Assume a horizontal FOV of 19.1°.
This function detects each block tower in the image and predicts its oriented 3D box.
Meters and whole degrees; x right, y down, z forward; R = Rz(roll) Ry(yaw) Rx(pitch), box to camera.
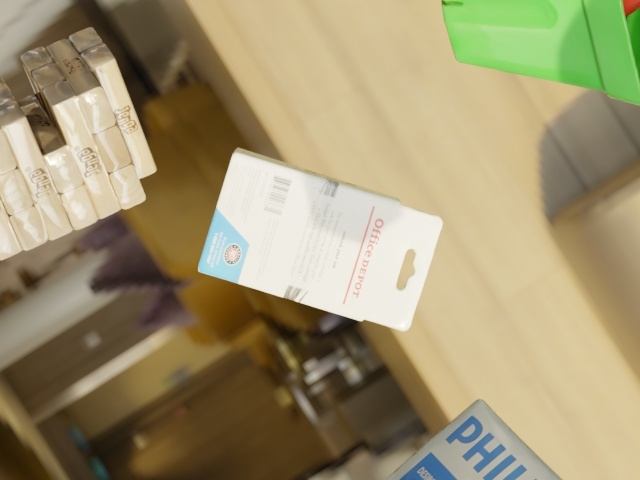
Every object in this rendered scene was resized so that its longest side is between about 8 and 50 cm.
[{"bbox_3d":[-0.272,-0.020,1.188,0.091,0.335,0.097,50,162,56],"label":"block tower"}]

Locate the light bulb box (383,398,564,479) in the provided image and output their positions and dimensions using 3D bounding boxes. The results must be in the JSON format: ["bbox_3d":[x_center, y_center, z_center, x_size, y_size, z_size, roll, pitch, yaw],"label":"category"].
[{"bbox_3d":[0.111,0.373,1.353,0.225,0.361,0.358,53,175,-38],"label":"light bulb box"}]

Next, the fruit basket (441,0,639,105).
[{"bbox_3d":[0.262,-0.323,1.493,0.283,0.392,0.392,-72,-34,-42],"label":"fruit basket"}]

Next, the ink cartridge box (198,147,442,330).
[{"bbox_3d":[0.000,0.000,1.567,0.180,0.104,0.060,18,-175,-2],"label":"ink cartridge box"}]
